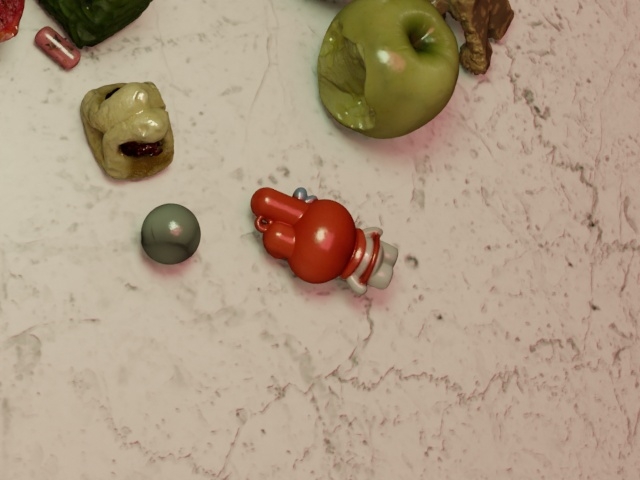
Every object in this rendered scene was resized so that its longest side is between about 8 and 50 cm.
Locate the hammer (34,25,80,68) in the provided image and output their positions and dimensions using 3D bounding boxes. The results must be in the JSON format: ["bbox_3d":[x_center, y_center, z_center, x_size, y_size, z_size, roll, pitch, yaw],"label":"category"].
[{"bbox_3d":[-0.448,-0.330,1.725,0.083,0.043,0.043,40,66,-12],"label":"hammer"}]

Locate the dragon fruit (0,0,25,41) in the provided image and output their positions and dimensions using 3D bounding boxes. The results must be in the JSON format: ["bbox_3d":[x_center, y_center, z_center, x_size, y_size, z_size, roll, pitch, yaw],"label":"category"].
[{"bbox_3d":[-0.575,-0.405,1.643,0.126,0.161,0.274,13,68,-49],"label":"dragon fruit"}]

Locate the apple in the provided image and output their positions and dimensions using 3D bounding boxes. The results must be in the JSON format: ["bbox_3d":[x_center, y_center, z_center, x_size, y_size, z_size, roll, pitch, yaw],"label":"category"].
[{"bbox_3d":[0.124,-0.327,1.873,0.279,0.279,0.279,5,78,-24],"label":"apple"}]

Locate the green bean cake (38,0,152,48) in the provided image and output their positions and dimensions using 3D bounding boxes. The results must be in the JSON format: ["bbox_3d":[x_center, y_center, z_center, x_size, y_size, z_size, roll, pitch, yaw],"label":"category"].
[{"bbox_3d":[-0.388,-0.472,1.663,0.156,0.250,0.247,-40,98,-27],"label":"green bean cake"}]

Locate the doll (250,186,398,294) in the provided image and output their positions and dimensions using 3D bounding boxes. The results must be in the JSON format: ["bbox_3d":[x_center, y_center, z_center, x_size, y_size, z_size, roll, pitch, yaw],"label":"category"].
[{"bbox_3d":[0.000,0.000,1.823,0.290,0.130,0.161,22,73,-14],"label":"doll"}]

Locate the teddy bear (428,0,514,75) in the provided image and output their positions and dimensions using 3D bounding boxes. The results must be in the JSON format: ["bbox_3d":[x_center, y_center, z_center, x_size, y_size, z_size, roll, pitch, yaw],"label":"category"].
[{"bbox_3d":[0.247,-0.491,2.039,0.246,0.222,0.296,-63,151,-28],"label":"teddy bear"}]

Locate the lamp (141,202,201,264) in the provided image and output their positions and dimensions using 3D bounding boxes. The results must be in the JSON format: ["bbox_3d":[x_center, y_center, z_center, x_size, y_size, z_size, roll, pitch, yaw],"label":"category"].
[{"bbox_3d":[-0.255,-0.011,1.717,0.105,0.105,0.105,5,78,-24],"label":"lamp"}]

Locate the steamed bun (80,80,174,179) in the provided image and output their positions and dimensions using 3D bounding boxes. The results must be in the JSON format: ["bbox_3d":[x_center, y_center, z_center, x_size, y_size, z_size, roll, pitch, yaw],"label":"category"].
[{"bbox_3d":[-0.312,-0.200,1.699,0.141,0.155,0.172,-19,88,-26],"label":"steamed bun"}]
